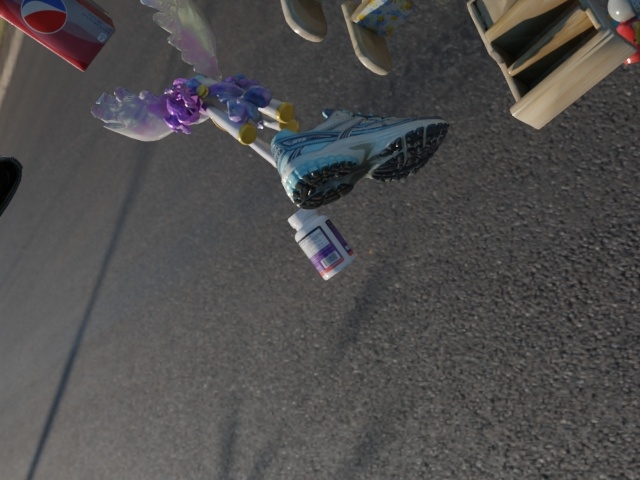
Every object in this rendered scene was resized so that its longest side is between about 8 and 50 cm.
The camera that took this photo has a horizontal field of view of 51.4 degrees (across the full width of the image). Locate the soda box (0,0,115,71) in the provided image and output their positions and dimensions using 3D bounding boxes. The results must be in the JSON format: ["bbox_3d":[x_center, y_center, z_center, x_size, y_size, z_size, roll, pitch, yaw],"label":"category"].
[{"bbox_3d":[-0.423,-0.355,0.927,0.083,0.263,0.092,-47,37,13],"label":"soda box"}]

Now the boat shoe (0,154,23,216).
[{"bbox_3d":[-0.481,-0.023,0.875,0.079,0.084,0.233,4,54,35],"label":"boat shoe"}]

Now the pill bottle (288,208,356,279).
[{"bbox_3d":[0.000,0.000,1.786,0.193,0.108,0.108,54,137,3],"label":"pill bottle"}]

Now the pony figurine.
[{"bbox_3d":[-0.225,-0.281,1.333,0.364,0.351,0.302,31,90,31],"label":"pony figurine"}]

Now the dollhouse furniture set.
[{"bbox_3d":[0.202,-0.354,0.905,0.362,0.394,0.256,-42,46,37],"label":"dollhouse furniture set"}]

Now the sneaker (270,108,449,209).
[{"bbox_3d":[0.060,-0.150,0.963,0.122,0.283,0.110,58,151,26],"label":"sneaker"}]

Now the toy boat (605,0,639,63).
[{"bbox_3d":[0.632,-0.456,1.457,0.318,0.268,0.148,-68,-37,-79],"label":"toy boat"}]
